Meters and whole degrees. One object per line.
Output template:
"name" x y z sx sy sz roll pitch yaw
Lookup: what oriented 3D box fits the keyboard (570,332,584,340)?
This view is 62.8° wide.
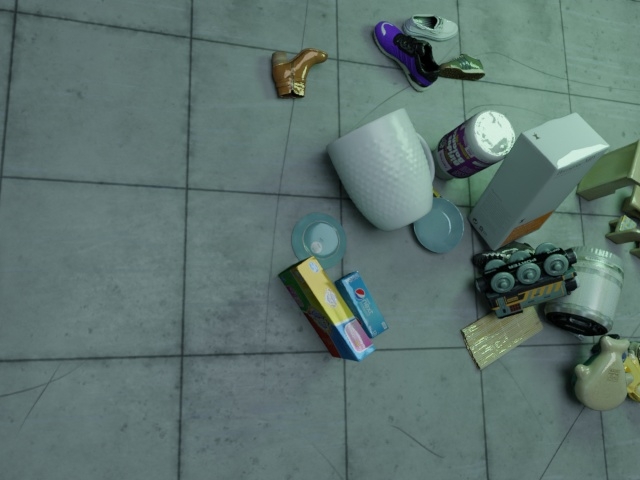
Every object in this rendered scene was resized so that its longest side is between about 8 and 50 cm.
"keyboard" 1.005 0.249 1.983 0.072 0.014 0.256 31 72 -5

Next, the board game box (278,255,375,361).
"board game box" 0.011 0.204 1.547 0.064 0.242 0.316 -34 92 -19

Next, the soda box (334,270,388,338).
"soda box" 0.130 0.206 1.674 0.067 0.071 0.210 -28 90 -21

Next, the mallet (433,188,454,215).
"mallet" 0.419 -0.166 1.854 0.190 0.039 0.062 40 75 -12

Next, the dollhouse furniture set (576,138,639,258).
"dollhouse furniture set" 1.242 -0.184 2.003 0.394 0.256 0.362 28 74 -11

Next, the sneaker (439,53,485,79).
"sneaker" 0.522 -0.656 1.959 0.192 0.064 0.086 1 73 -18

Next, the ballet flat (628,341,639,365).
"ballet flat" 1.219 0.469 1.990 0.057 0.052 0.168 -17 86 -20

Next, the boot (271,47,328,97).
"boot" -0.062 -0.552 1.746 0.197 0.073 0.152 -8 82 -7

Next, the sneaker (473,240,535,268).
"sneaker" 0.655 0.050 1.872 0.234 0.106 0.078 -5 124 0

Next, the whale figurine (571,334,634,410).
"whale figurine" 0.986 0.457 1.847 0.216 0.141 0.272 9 100 -4

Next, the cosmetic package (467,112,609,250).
"cosmetic package" 0.687 -0.177 1.708 0.230 0.453 0.161 -22 63 -19

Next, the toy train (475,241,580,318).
"toy train" 0.701 0.138 1.769 0.334 0.142 0.190 -20 112 11

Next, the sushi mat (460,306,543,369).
"sushi mat" 0.644 0.316 1.850 0.317 0.019 0.151 -25 90 -20

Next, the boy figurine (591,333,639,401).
"boy figurine" 1.124 0.493 1.937 0.177 0.092 0.285 -33 89 -23

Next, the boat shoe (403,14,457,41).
"boat shoe" 0.421 -0.791 1.938 0.226 0.076 0.083 -9 84 -19

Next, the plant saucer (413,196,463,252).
"plant saucer" 0.404 -0.052 1.823 0.195 0.037 0.195 2 83 -17

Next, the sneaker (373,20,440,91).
"sneaker" 0.320 -0.677 1.849 0.293 0.146 0.102 46 71 -6

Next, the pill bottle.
"pill bottle" 0.492 -0.304 1.757 0.169 0.301 0.169 3 78 -17

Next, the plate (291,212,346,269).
"plate" 0.000 0.000 1.694 0.188 0.024 0.188 3 80 -18

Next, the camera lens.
"camera lens" 0.936 0.185 1.859 0.219 0.219 0.274 27 74 -12

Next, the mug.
"mug" 0.242 -0.228 1.695 0.374 0.276 0.328 -31 98 -38
